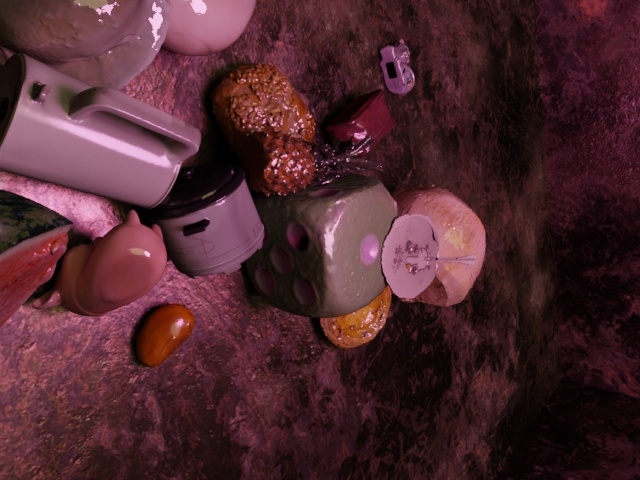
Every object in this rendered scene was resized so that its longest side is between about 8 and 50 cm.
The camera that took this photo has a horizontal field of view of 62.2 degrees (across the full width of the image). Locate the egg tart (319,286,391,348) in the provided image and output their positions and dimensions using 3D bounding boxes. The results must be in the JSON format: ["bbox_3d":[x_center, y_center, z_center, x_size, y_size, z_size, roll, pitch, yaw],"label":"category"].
[{"bbox_3d":[0.102,0.204,1.695,0.291,0.107,0.291,-10,107,-35],"label":"egg tart"}]

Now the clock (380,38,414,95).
[{"bbox_3d":[0.274,-0.590,1.816,0.117,0.080,0.176,-37,118,-38],"label":"clock"}]

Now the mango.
[{"bbox_3d":[-0.361,0.217,1.228,0.105,0.084,0.159,48,61,-31],"label":"mango"}]

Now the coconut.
[{"bbox_3d":[0.355,-0.007,1.749,0.404,0.404,0.404,-6,98,-46],"label":"coconut"}]

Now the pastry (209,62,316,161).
[{"bbox_3d":[-0.132,-0.303,1.363,0.311,0.162,0.255,52,56,-37],"label":"pastry"}]

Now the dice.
[{"bbox_3d":[0.000,0.000,1.412,0.322,0.330,0.318,-23,115,-43],"label":"dice"}]

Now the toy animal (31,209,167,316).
[{"bbox_3d":[-0.419,0.064,1.055,0.166,0.250,0.154,41,23,-44],"label":"toy animal"}]

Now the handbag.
[{"bbox_3d":[0.126,-0.355,1.636,0.225,0.146,0.135,-50,123,-33],"label":"handbag"}]

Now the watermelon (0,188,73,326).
[{"bbox_3d":[-0.617,0.013,0.927,0.250,0.292,0.283,47,22,6],"label":"watermelon"}]

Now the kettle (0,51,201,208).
[{"bbox_3d":[-0.425,-0.207,0.997,0.318,0.205,0.265,20,124,-45],"label":"kettle"}]

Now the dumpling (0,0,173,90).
[{"bbox_3d":[-0.465,-0.410,0.950,0.212,0.320,0.270,-57,159,-85],"label":"dumpling"}]

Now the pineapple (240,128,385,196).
[{"bbox_3d":[-0.016,-0.194,1.301,0.364,0.165,0.165,-10,101,-39],"label":"pineapple"}]

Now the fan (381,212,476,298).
[{"bbox_3d":[0.310,0.051,1.481,0.414,0.012,0.233,8,93,-40],"label":"fan"}]

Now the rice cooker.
[{"bbox_3d":[-0.262,-0.059,1.196,0.280,0.241,0.227,-100,173,-61],"label":"rice cooker"}]

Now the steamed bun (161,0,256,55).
[{"bbox_3d":[-0.280,-0.567,1.149,0.324,0.206,0.324,-6,99,-45],"label":"steamed bun"}]
